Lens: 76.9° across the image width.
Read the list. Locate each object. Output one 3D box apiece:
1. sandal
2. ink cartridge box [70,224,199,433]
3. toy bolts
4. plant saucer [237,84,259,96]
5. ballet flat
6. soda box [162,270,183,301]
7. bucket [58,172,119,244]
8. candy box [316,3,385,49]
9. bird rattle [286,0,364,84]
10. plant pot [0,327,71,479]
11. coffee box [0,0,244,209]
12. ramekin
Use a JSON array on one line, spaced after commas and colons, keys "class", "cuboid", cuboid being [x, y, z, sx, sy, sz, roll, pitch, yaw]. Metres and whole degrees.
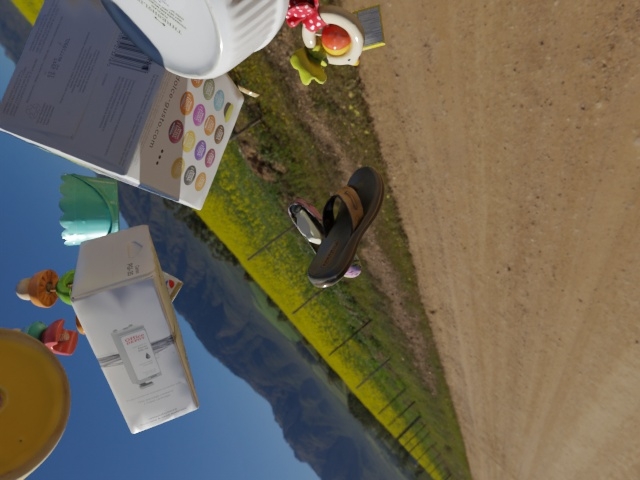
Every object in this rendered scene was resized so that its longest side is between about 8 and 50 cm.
[{"class": "sandal", "cuboid": [0.030, -0.034, 0.602, 0.060, 0.219, 0.090, 42, 154, -28]}, {"class": "ink cartridge box", "cuboid": [-0.313, 0.143, 0.697, 0.207, 0.117, 0.282, -137, 36, -55]}, {"class": "toy bolts", "cuboid": [-0.724, 0.214, 1.079, 0.218, 0.159, 0.228, 91, 174, -46]}, {"class": "plant saucer", "cuboid": [-0.261, -0.537, 1.454, 0.084, 0.015, 0.083, 24, -162, -8]}, {"class": "ballet flat", "cuboid": [0.000, 0.000, 0.884, 0.221, 0.077, 0.079, 51, -157, 5]}, {"class": "soda box", "cuboid": [-0.388, 0.109, 0.961, 0.069, 0.073, 0.216, 33, 165, -21]}, {"class": "bucket", "cuboid": [-0.868, -0.115, 1.533, 0.281, 0.183, 0.280, 177, 90, -65]}, {"class": "candy box", "cuboid": [0.079, -0.599, 1.171, 0.027, 0.206, 0.105, -46, -52, -66]}, {"class": "bird rattle", "cuboid": [0.013, -0.539, 1.037, 0.207, 0.143, 0.253, 11, 151, 8]}, {"class": "plant pot", "cuboid": [-0.428, 0.214, 0.450, 0.254, 0.239, 0.254, 50, -158, -30]}, {"class": "coffee box", "cuboid": [-0.438, -0.308, 0.960, 0.339, 0.337, 0.334, 19, 176, 11]}, {"class": "ramekin", "cuboid": [-0.149, -0.281, 0.442, 0.207, 0.109, 0.207, 24, 153, 13]}]
